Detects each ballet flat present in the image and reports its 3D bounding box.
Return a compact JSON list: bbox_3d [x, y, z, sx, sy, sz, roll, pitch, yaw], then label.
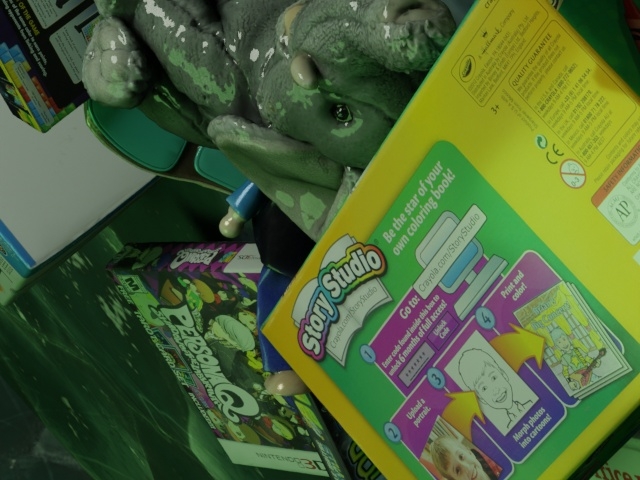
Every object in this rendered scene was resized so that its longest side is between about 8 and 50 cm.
[{"bbox_3d":[-0.096,-0.067,1.242,0.168,0.057,0.052,28,-178,-21],"label":"ballet flat"}]

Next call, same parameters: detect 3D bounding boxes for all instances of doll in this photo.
[{"bbox_3d":[0.000,0.000,1.131,0.046,0.129,0.189,-150,57,-71],"label":"doll"}]

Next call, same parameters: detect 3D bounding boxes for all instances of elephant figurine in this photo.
[{"bbox_3d":[0.000,-0.080,0.913,0.239,0.186,0.169,32,114,34],"label":"elephant figurine"}]

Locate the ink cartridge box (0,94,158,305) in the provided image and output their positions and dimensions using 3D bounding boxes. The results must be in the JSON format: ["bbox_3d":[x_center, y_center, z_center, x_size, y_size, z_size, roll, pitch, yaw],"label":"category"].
[{"bbox_3d":[-0.240,-0.071,1.467,0.171,0.168,0.232,51,162,-3],"label":"ink cartridge box"}]

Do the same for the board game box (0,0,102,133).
[{"bbox_3d":[-0.171,-0.178,1.147,0.048,0.141,0.170,29,152,46],"label":"board game box"}]

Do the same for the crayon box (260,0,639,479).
[{"bbox_3d":[0.097,0.011,0.808,0.165,0.081,0.278,49,137,14],"label":"crayon box"}]

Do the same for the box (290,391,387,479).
[{"bbox_3d":[0.051,0.127,1.258,0.036,0.114,0.207,31,154,45],"label":"box"}]

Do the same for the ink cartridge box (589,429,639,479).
[{"bbox_3d":[0.228,0.168,0.904,0.218,0.092,0.158,65,163,-8],"label":"ink cartridge box"}]

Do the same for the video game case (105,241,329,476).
[{"bbox_3d":[-0.051,0.100,1.482,0.210,0.042,0.232,0,129,47],"label":"video game case"}]
